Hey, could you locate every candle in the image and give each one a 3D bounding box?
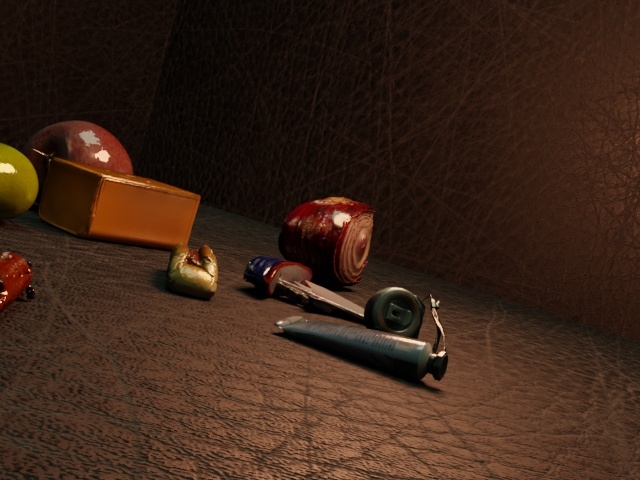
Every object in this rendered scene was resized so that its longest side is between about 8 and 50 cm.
[{"bbox_3d":[-0.362,0.048,0.875,0.084,0.059,0.301,24,2,-8],"label":"candle"}]

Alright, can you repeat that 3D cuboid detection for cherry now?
[{"bbox_3d":[-0.572,-0.163,1.934,0.261,0.221,0.307,-4,-25,23],"label":"cherry"}]

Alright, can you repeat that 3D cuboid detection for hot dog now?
[{"bbox_3d":[-0.223,0.044,1.409,0.084,0.073,0.242,9,4,-10],"label":"hot dog"}]

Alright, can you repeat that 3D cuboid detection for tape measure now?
[{"bbox_3d":[0.139,0.131,1.293,0.107,0.104,0.180,18,2,-13],"label":"tape measure"}]

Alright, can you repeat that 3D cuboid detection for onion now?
[{"bbox_3d":[-0.004,0.000,1.938,0.206,0.216,0.207,13,10,30],"label":"onion"}]

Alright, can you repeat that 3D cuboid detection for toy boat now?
[{"bbox_3d":[0.005,0.100,1.569,0.318,0.072,0.219,18,6,-7],"label":"toy boat"}]

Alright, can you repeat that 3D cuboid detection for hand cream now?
[{"bbox_3d":[0.060,0.146,1.172,0.256,0.055,0.088,14,11,26],"label":"hand cream"}]

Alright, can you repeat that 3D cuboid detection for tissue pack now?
[{"bbox_3d":[-0.434,-0.073,1.761,0.194,0.145,0.274,16,4,39],"label":"tissue pack"}]

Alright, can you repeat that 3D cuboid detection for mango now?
[{"bbox_3d":[-0.644,-0.113,1.480,0.185,0.149,0.273,19,10,26],"label":"mango"}]
